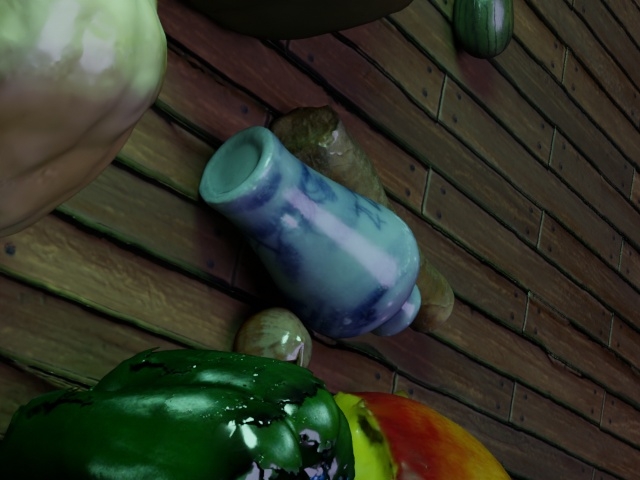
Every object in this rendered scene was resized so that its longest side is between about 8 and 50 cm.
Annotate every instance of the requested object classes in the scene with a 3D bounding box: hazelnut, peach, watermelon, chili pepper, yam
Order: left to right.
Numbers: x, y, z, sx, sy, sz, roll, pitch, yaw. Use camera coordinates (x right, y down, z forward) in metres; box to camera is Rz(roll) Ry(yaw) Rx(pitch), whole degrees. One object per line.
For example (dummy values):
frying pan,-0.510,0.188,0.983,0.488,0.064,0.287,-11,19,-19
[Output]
hazelnut,-0.231,-0.124,0.849,0.241,0.261,0.261,14,78,-24
chili pepper,-0.109,0.203,0.991,0.233,0.256,0.249,24,73,-60
hazelnut,-0.043,0.106,1.242,0.086,0.086,0.086,-5,96,-57
yam,0.057,-0.013,1.394,0.357,0.081,0.081,51,51,-46
peach,0.080,0.324,1.149,0.242,0.306,0.380,24,40,-13
watermelon,0.200,-0.278,1.597,0.078,0.078,0.111,-17,106,-55

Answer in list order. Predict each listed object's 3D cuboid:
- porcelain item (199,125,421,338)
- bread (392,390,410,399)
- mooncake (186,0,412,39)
porcelain item,0.000,0.000,1.247,0.259,0.141,0.141,44,55,-35
bread,0.050,0.259,1.417,0.149,0.065,0.188,-30,120,-40
mooncake,-0.010,-0.375,1.158,0.378,0.200,0.379,-5,96,-58
